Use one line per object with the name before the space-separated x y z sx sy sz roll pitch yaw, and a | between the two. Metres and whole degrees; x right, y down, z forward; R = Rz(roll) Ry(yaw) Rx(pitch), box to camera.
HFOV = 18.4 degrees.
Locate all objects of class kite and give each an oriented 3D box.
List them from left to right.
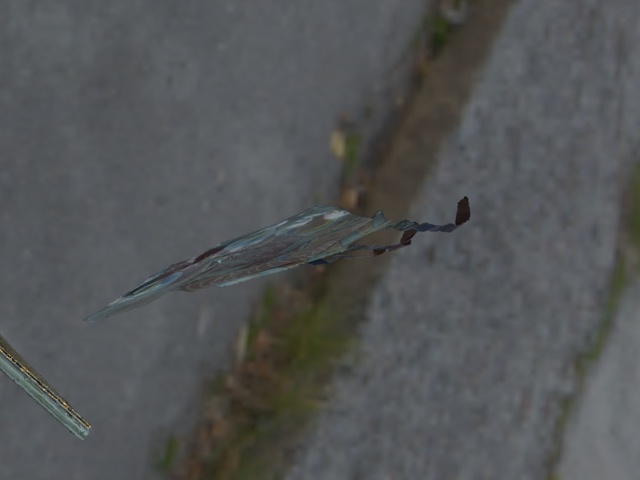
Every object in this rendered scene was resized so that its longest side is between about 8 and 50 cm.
kite | 0.001 0.003 0.882 0.229 0.127 0.016 -11 81 -58

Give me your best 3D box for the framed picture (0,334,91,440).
framed picture | -0.211 -0.005 0.913 0.010 0.173 0.231 -47 126 -7
